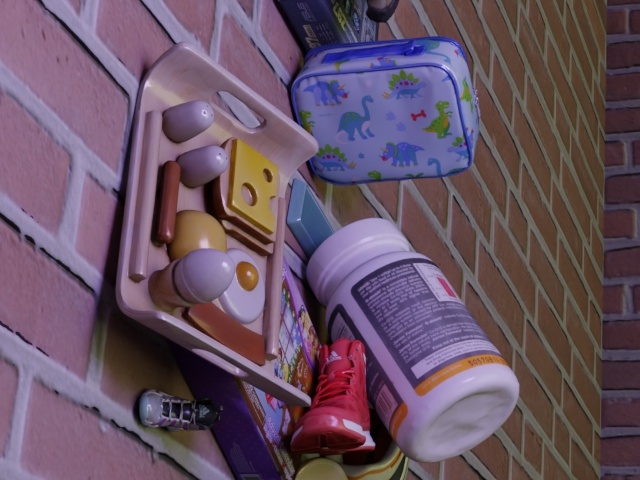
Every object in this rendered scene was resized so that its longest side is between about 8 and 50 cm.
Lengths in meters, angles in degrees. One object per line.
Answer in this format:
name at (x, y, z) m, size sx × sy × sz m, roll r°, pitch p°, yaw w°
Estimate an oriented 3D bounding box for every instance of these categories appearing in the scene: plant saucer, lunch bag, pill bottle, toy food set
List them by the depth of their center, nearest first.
toy food set at (-0.079, -0.014, 1.475) m, size 0.220 × 0.092 × 0.306 m, roll 34°, pitch 48°, yaw -42°
pill bottle at (0.103, 0.114, 1.830) m, size 0.278 × 0.162 × 0.162 m, roll 57°, pitch 2°, yaw 33°
lunch bag at (0.082, -0.163, 1.886) m, size 0.090 × 0.219 × 0.176 m, roll -69°, pitch 149°, yaw -50°
plant saucer at (0.000, 0.000, 1.931) m, size 0.192 × 0.018 × 0.067 m, roll 58°, pitch 34°, yaw -52°

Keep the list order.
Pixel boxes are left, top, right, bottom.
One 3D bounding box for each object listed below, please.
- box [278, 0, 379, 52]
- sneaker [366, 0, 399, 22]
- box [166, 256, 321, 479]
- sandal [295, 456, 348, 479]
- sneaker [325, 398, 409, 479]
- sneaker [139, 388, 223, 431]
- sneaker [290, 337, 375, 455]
box at (0.016, -0.316, 1.959) m, size 0.232 × 0.059 × 0.183 m, roll 55°, pitch 35°, yaw -55°
sneaker at (0.019, -0.448, 1.846) m, size 0.158 × 0.182 × 0.410 m, roll 113°, pitch -27°, yaw -70°
box at (-0.076, 0.107, 1.639) m, size 0.201 × 0.057 × 0.293 m, roll -75°, pitch 153°, yaw -43°
sandal at (0.037, 0.345, 1.848) m, size 0.088 × 0.079 × 0.240 m, roll -51°, pitch 144°, yaw -22°
sneaker at (0.077, 0.172, 1.957) m, size 0.127 × 0.126 × 0.321 m, roll 56°, pitch 37°, yaw -65°
sneaker at (-0.127, 0.162, 1.468) m, size 0.098 × 0.069 × 0.038 m, roll 26°, pitch 62°, yaw -68°
sneaker at (0.008, 0.168, 1.687) m, size 0.221 × 0.087 × 0.128 m, roll 65°, pitch 18°, yaw -77°
